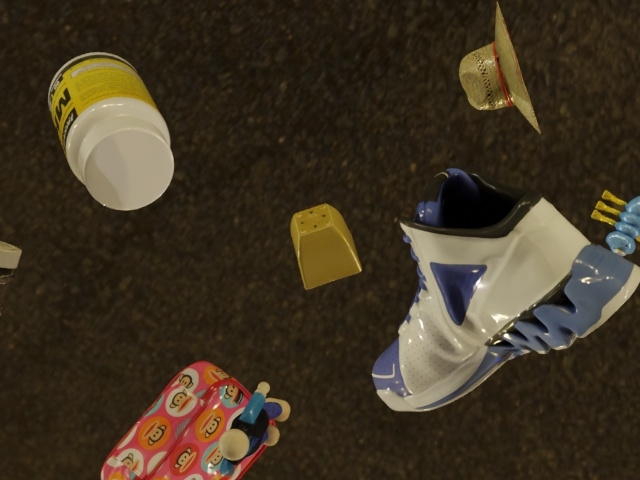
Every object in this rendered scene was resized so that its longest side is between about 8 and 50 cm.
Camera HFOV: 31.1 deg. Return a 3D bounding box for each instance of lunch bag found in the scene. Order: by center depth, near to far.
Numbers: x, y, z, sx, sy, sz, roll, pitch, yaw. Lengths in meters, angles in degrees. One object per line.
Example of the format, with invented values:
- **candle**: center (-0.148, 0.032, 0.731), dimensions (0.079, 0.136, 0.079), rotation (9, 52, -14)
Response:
- **lunch bag**: center (-0.223, 0.383, 2.045), dimensions (0.120, 0.293, 0.258), rotation (30, 165, 39)

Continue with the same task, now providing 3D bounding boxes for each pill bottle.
- **pill bottle**: center (-0.238, -0.125, 1.312), dimensions (0.119, 0.208, 0.119), rotation (-10, 122, -17)

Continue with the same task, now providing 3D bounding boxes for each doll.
- **doll**: center (-0.088, 0.238, 1.446), dimensions (0.046, 0.189, 0.129), rotation (25, 98, 12)

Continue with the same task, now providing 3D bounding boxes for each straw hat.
- **straw hat**: center (0.175, -0.167, 1.179), dimensions (0.061, 0.144, 0.145), rotation (-18, 113, 12)

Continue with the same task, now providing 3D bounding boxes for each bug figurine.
- **bug figurine**: center (0.527, -0.027, 1.582), dimensions (0.279, 0.072, 0.216), rotation (23, 95, -10)

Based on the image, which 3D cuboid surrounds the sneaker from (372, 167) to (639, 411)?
- **sneaker**: center (0.137, 0.031, 1.089), dimensions (0.182, 0.127, 0.315), rotation (50, 141, -1)

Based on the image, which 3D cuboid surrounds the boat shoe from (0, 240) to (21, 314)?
- **boat shoe**: center (-0.477, 0.025, 1.350), dimensions (0.324, 0.116, 0.097), rotation (13, 91, 36)

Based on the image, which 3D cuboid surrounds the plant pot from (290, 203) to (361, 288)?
- **plant pot**: center (0.000, 0.000, 1.540), dimensions (0.081, 0.081, 0.083), rotation (-19, 131, 3)
